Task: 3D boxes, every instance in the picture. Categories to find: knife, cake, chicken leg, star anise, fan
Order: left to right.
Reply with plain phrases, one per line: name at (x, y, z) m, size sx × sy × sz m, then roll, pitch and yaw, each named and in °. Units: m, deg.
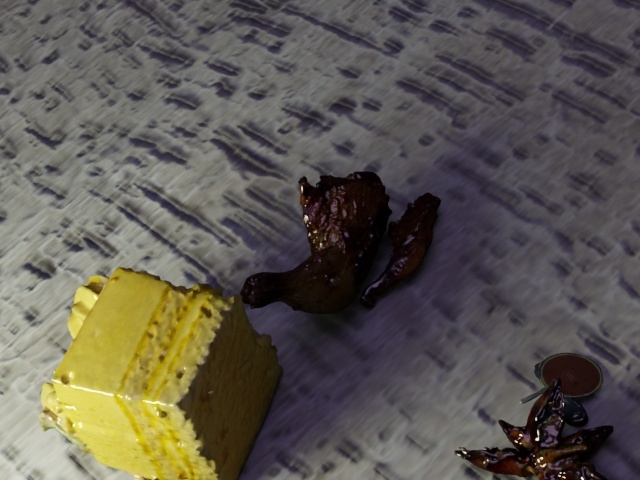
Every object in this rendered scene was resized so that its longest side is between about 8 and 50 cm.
cake at (-0.235, 0.182, 2.043) m, size 0.286 × 0.222 × 0.227 m, roll 7°, pitch 52°, yaw 24°
chicken leg at (0.006, 0.011, 2.129) m, size 0.083 × 0.177 × 0.322 m, roll -11°, pitch 41°, yaw 46°
chicken leg at (0.121, 0.011, 2.184) m, size 0.093 × 0.053 × 0.205 m, roll -12°, pitch 36°, yaw 41°
star anise at (0.295, 0.259, 1.905) m, size 0.212 × 0.053 × 0.157 m, roll 25°, pitch 71°, yaw 29°
fan at (0.311, 0.186, 1.972) m, size 0.133 × 0.005 × 0.085 m, roll -26°, pitch 46°, yaw -28°
knife at (0.314, 0.200, 1.976) m, size 0.031 × 0.018 × 0.121 m, roll -28°, pitch 48°, yaw -2°
